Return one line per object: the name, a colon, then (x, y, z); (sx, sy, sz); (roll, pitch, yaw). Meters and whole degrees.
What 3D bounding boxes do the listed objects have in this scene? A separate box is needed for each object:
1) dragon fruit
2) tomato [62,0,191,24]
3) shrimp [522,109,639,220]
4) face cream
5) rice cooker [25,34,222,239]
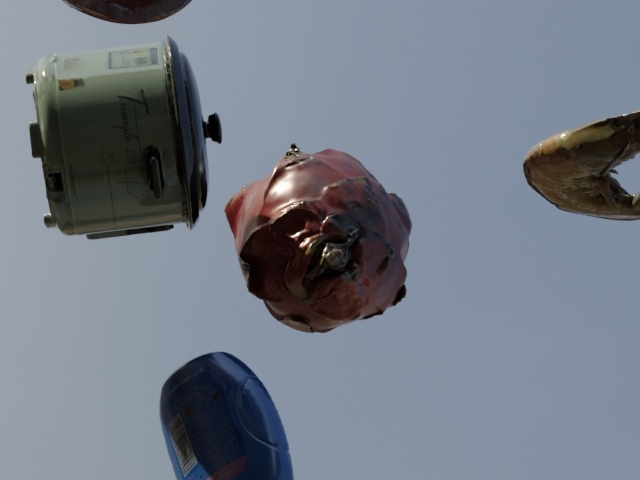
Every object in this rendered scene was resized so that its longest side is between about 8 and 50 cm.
dragon fruit: (0.000, -0.002, 2.298); (0.250, 0.315, 0.250); (-4, -49, -5)
tomato: (-0.228, -0.317, 1.848); (0.112, 0.199, 0.228); (144, -65, -64)
shrimp: (0.308, -0.078, 1.806); (0.144, 0.052, 0.251); (30, -23, -16)
face cream: (-0.100, 0.257, 2.039); (0.149, 0.083, 0.264); (-37, -126, 20)
rice cooker: (-0.233, -0.123, 2.162); (0.280, 0.227, 0.241); (-109, -167, -66)
